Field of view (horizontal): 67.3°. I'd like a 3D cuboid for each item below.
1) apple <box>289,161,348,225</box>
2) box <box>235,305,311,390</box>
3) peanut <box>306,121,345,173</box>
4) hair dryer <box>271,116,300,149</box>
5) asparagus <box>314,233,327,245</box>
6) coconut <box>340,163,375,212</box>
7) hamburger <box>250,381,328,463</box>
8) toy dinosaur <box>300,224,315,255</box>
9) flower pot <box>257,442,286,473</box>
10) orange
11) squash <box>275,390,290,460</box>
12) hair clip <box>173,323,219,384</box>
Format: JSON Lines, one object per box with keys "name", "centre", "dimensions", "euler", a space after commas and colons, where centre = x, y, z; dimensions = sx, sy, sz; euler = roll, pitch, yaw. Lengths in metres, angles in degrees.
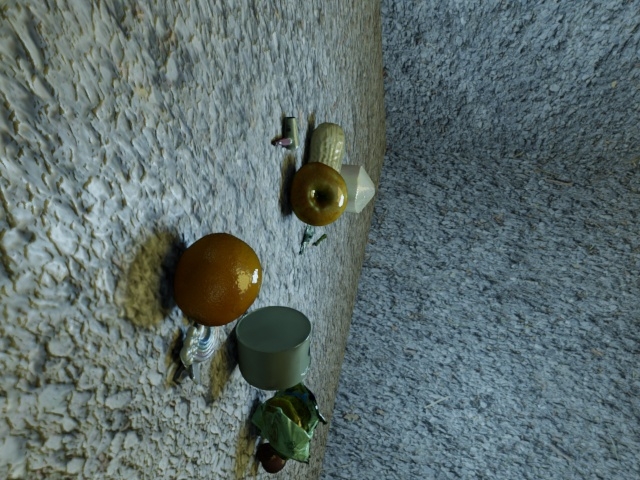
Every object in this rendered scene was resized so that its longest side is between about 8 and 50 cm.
{"name": "apple", "centre": [-0.012, -0.168, 1.767], "dimensions": [0.207, 0.237, 0.237], "euler": [-111, -155, -75]}
{"name": "box", "centre": [-0.140, 0.322, 1.462], "dimensions": [0.226, 0.226, 0.149], "euler": [-60, 154, -59]}
{"name": "peanut", "centre": [0.014, -0.317, 1.933], "dimensions": [0.152, 0.152, 0.313], "euler": [19, 79, -77]}
{"name": "hair dryer", "centre": [-0.116, -0.338, 1.579], "dimensions": [0.154, 0.054, 0.106], "euler": [-54, 145, -55]}
{"name": "asparagus", "centre": [0.000, 0.000, 2.316], "dimensions": [0.023, 0.022, 0.233], "euler": [-40, -179, 18]}
{"name": "coconut", "centre": [0.133, -0.245, 2.250], "dimensions": [0.239, 0.244, 0.239], "euler": [9, 90, -76]}
{"name": "hamburger", "centre": [-0.125, 0.629, 1.676], "dimensions": [0.150, 0.260, 0.276], "euler": [4, 112, -48]}
{"name": "toy dinosaur", "centre": [-0.052, -0.016, 2.062], "dimensions": [0.187, 0.044, 0.106], "euler": [-85, -172, -55]}
{"name": "flower pot", "centre": [-0.191, 0.818, 1.828], "dimensions": [0.089, 0.111, 0.111], "euler": [65, 34, -49]}
{"name": "orange", "centre": [-0.226, 0.087, 1.055], "dimensions": [0.206, 0.206, 0.206], "euler": [8, 90, -77]}
{"name": "squash", "centre": [-0.142, 0.715, 1.870], "dimensions": [0.292, 0.082, 0.082], "euler": [-101, -174, -50]}
{"name": "hair clip", "centre": [-0.295, 0.238, 1.164], "dimensions": [0.140, 0.054, 0.220], "euler": [66, 30, -55]}
